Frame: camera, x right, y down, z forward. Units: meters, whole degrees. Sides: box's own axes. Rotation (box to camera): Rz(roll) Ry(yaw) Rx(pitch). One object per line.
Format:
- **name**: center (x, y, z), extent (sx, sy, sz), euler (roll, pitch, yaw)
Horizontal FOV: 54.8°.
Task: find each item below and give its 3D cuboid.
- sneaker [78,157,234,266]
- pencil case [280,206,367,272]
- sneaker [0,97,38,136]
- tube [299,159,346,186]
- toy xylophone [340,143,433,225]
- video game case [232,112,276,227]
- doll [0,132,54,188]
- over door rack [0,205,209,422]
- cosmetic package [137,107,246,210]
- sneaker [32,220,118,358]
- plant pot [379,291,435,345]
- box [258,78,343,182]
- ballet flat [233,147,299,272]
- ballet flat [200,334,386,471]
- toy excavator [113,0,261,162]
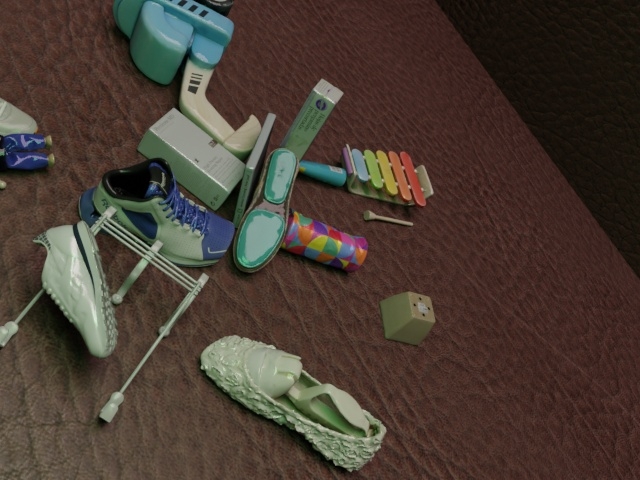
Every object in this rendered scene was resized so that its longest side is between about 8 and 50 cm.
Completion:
- **sneaker**: center (-0.312, -0.059, 1.243), extent (0.315, 0.182, 0.128), euler (20, 55, -24)
- **pencil case**: center (0.000, 0.000, 1.518), extent (0.236, 0.104, 0.105), euler (23, 46, -24)
- **sneaker**: center (-0.672, -0.274, 1.180), extent (0.262, 0.121, 0.099), euler (23, 45, -24)
- **tube**: center (-0.026, -0.194, 1.681), extent (0.207, 0.080, 0.052), euler (12, 94, -32)
- **toy xylophone**: center (0.195, -0.163, 1.815), extent (0.322, 0.081, 0.236), euler (1, 57, -38)
- **video game case**: center (-0.157, -0.165, 1.453), extent (0.023, 0.193, 0.213), euler (17, 46, -4)
- **doll**: center (-0.614, -0.162, 1.181), extent (0.188, 0.046, 0.129), euler (-7, 90, -35)
- **over door rack**: center (-0.387, 0.127, 1.113), extent (0.239, 0.108, 0.324), euler (37, 56, -9)
- **cosmetic package**: center (-0.295, -0.190, 1.444), extent (0.231, 0.085, 0.117), euler (39, 41, -9)
- **sneaker**: center (-0.401, 0.087, 1.019), extent (0.094, 0.090, 0.235), euler (-16, 76, -14)
- **plant pot**: center (0.225, 0.187, 1.546), extent (0.108, 0.096, 0.109), euler (17, 48, -28)
- **box**: center (-0.053, -0.242, 1.497), extent (0.063, 0.324, 0.067), euler (33, 41, -5)
- **ballet flat**: center (-0.123, -0.062, 1.441), extent (0.107, 0.106, 0.316), euler (24, 71, -8)
- **ballet flat**: center (-0.038, 0.299, 1.221), extent (0.408, 0.147, 0.147), euler (36, 42, -9)
- **toy excavator**: center (-0.332, -0.444, 1.555), extent (0.432, 0.222, 0.446), euler (22, 59, -21)
